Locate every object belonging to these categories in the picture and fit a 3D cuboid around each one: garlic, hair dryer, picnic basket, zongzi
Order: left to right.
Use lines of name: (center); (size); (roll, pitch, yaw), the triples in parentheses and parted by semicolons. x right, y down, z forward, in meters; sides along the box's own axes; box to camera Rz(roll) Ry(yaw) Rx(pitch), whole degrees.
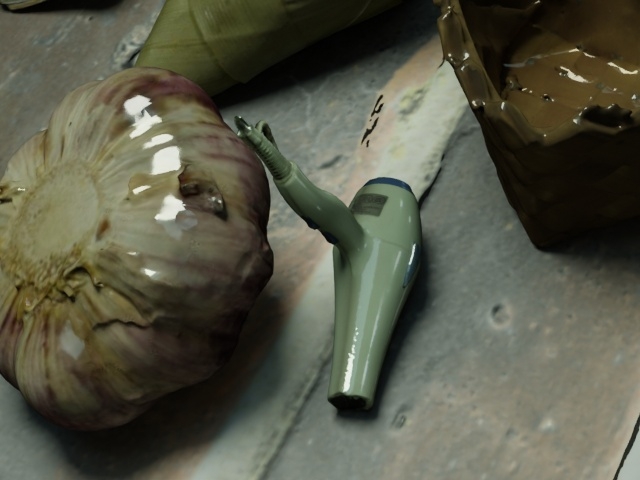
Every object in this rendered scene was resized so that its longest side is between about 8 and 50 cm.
garlic: (-0.129, 0.010, 0.837); (0.245, 0.160, 0.245); (-13, 65, 30)
zongzi: (-0.046, -0.225, 0.931); (0.317, 0.289, 0.154); (-42, 74, -17)
hair dryer: (0.004, 0.021, 0.800); (0.067, 0.199, 0.167); (-8, 73, 32)
picnic basket: (0.220, -0.173, 0.820); (0.291, 0.321, 0.254); (-15, 55, 1)

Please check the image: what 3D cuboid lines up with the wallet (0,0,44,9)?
wallet: (-0.218, -0.315, 1.161); (0.170, 0.069, 0.231); (-4, 46, 29)
